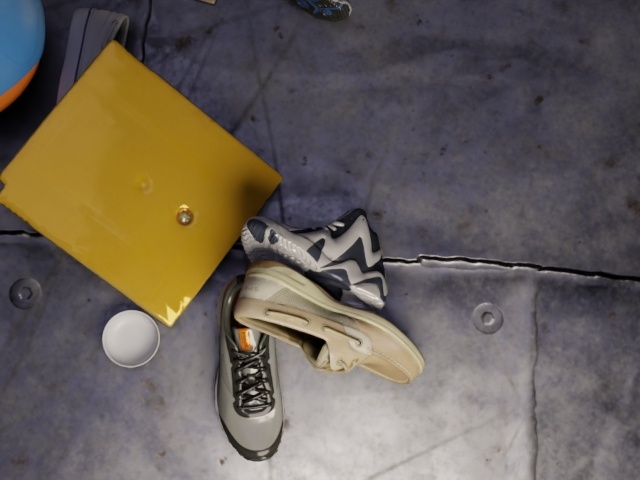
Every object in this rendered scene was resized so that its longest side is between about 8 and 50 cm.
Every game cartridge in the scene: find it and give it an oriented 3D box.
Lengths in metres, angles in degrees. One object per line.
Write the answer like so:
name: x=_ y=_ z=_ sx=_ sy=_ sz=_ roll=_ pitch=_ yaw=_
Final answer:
game cartridge: x=-0.262 y=-0.081 z=1.338 sx=0.323 sy=0.052 sz=0.285 roll=39 pitch=79 yaw=-12

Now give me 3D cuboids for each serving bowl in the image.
serving bowl: x=-0.276 y=0.145 z=1.351 sx=0.083 sy=0.027 sz=0.083 roll=0 pitch=79 yaw=-2

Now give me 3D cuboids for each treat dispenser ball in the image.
treat dispenser ball: x=-0.536 y=-0.304 z=1.292 sx=0.288 sy=0.288 sz=0.288 roll=0 pitch=79 yaw=-3

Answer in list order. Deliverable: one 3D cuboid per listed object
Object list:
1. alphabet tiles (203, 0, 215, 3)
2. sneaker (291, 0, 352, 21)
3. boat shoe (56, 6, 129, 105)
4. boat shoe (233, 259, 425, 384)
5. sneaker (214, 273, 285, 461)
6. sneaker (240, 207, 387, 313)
alphabet tiles: x=-0.237 y=-0.542 z=1.493 sx=0.342 sy=0.011 sz=0.285 roll=16 pitch=79 yaw=1
sneaker: x=-0.031 y=-0.427 z=1.444 sx=0.211 sy=0.080 sz=0.081 roll=38 pitch=71 yaw=-4
boat shoe: x=-0.337 y=-0.225 z=1.390 sx=0.088 sy=0.096 sz=0.268 roll=3 pitch=71 yaw=3
boat shoe: x=0.013 y=0.139 z=1.287 sx=0.302 sy=0.109 sz=0.098 roll=33 pitch=59 yaw=-22
sneaker: x=-0.106 y=0.179 z=1.314 sx=0.100 sy=0.108 sz=0.272 roll=-6 pitch=81 yaw=-6
sneaker: x=0.000 y=0.000 z=1.339 sx=0.234 sy=0.094 sz=0.153 roll=25 pitch=44 yaw=-12
